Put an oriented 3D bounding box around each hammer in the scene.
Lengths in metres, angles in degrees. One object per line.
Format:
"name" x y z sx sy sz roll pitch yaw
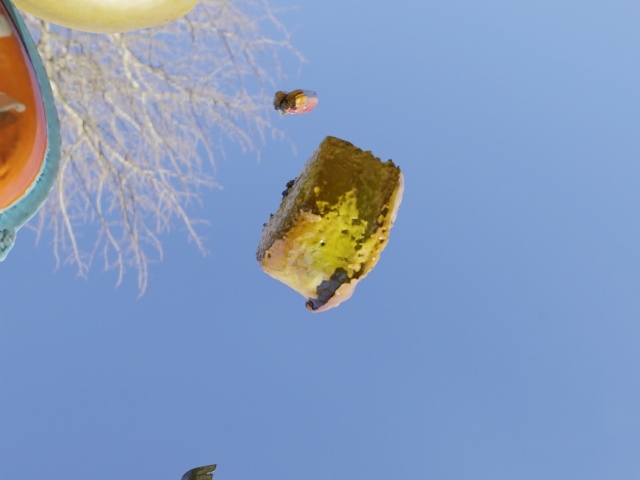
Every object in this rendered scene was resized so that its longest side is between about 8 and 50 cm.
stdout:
"hammer" -0.074 0.367 1.063 0.247 0.103 0.029 18 -140 -2

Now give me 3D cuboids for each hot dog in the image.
"hot dog" -0.037 -0.219 1.248 0.062 0.038 0.144 -6 -173 12

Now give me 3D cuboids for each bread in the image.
"bread" 0.004 -0.001 1.073 0.160 0.260 0.147 33 -134 -9

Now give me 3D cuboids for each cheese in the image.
"cheese" -0.174 -0.113 0.347 0.106 0.037 0.255 -5 -95 -44

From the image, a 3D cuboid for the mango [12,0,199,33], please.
"mango" -0.171 -0.216 0.478 0.251 0.156 0.114 9 -137 -46
